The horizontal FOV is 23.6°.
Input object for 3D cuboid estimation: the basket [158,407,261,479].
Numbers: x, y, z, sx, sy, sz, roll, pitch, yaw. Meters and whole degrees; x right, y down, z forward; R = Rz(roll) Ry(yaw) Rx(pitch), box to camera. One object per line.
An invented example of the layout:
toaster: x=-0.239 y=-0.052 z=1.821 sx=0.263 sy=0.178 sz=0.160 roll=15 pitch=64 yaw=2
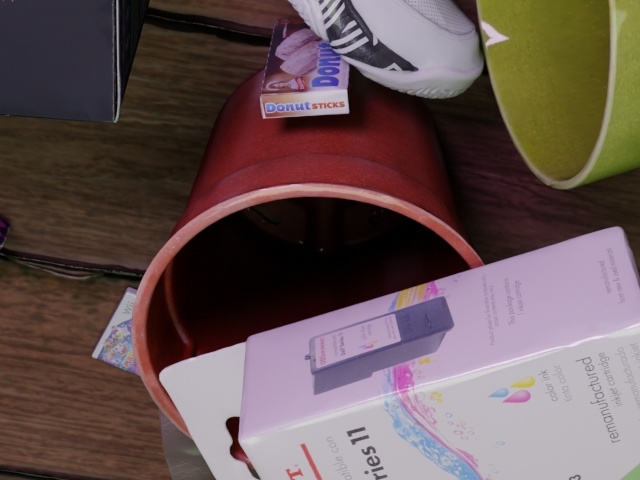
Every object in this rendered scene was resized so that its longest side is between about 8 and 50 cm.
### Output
basket: x=-0.021 y=0.154 z=1.387 sx=0.227 sy=0.154 sz=0.204 roll=-8 pitch=121 yaw=7

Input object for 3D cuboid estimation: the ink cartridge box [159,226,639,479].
ink cartridge box: x=0.076 y=0.146 z=1.081 sx=0.353 sy=0.119 sz=0.207 roll=-18 pitch=123 yaw=13

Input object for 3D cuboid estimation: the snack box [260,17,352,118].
snack box: x=-0.008 y=-0.135 z=1.175 sx=0.064 sy=0.178 sz=0.022 roll=-3 pitch=116 yaw=4

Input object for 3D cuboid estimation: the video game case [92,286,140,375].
video game case: x=-0.142 y=0.100 z=1.441 sx=0.122 sy=0.011 sz=0.087 roll=24 pitch=122 yaw=-14

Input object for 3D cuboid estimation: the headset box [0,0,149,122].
headset box: x=-0.244 y=-0.203 z=1.074 sx=0.246 sy=0.283 sz=0.131 roll=4 pitch=124 yaw=-2

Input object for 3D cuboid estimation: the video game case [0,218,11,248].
video game case: x=-0.430 y=-0.004 z=1.361 sx=0.232 sy=0.042 sz=0.210 roll=36 pitch=119 yaw=-21

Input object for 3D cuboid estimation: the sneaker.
sneaker: x=0.041 y=-0.273 z=1.103 sx=0.210 sy=0.137 sz=0.366 roll=-36 pitch=113 yaw=26

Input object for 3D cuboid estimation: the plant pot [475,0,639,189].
plant pot: x=0.291 y=-0.193 z=1.103 sx=0.293 sy=0.275 sz=0.275 roll=-9 pitch=125 yaw=-11

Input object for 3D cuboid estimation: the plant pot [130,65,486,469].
plant pot: x=0.000 y=0.000 z=1.216 sx=0.272 sy=0.265 sz=0.272 roll=0 pitch=124 yaw=1
